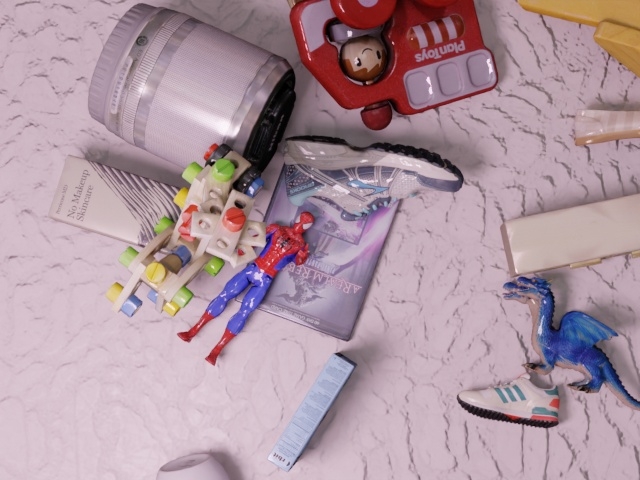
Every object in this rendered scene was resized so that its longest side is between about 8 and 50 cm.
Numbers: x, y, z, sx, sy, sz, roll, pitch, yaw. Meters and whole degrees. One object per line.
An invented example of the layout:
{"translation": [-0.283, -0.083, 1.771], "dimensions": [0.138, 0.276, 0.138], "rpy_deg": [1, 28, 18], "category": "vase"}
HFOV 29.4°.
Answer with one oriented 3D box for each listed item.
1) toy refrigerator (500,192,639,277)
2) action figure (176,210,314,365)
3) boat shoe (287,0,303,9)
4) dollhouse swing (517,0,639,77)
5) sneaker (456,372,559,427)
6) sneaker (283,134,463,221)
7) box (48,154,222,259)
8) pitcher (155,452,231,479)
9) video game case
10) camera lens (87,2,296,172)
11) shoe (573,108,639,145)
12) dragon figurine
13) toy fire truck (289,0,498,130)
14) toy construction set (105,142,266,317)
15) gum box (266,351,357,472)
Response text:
{"translation": [0.421, -0.008, 1.880], "dimensions": [0.269, 0.102, 0.094], "rpy_deg": [-12, 85, 2], "category": "toy refrigerator"}
{"translation": [-0.105, 0.062, 1.872], "dimensions": [0.091, 0.139, 0.280], "rpy_deg": [39, 87, 5], "category": "action figure"}
{"translation": [-0.035, -0.465, 1.965], "dimensions": [0.104, 0.089, 0.285], "rpy_deg": [-11, 87, -23], "category": "boat shoe"}
{"translation": [0.539, -0.423, 1.928], "dimensions": [0.315, 0.305, 0.347], "rpy_deg": [28, 86, -36], "category": "dollhouse swing"}
{"translation": [0.294, 0.241, 1.897], "dimensions": [0.161, 0.057, 0.075], "rpy_deg": [10, 69, 6], "category": "sneaker"}
{"translation": [0.080, -0.091, 1.899], "dimensions": [0.283, 0.110, 0.122], "rpy_deg": [8, 103, 7], "category": "sneaker"}
{"translation": [-0.279, -0.044, 1.932], "dimensions": [0.275, 0.094, 0.113], "rpy_deg": [16, 88, 4], "category": "box"}
{"translation": [-0.208, 0.444, 1.884], "dimensions": [0.177, 0.125, 0.207], "rpy_deg": [-11, 96, 18], "category": "pitcher"}
{"translation": [0.000, 0.000, 1.946], "dimensions": [0.196, 0.026, 0.274], "rpy_deg": [20, 86, 5], "category": "video game case"}
{"translation": [-0.190, -0.221, 1.878], "dimensions": [0.274, 0.219, 0.219], "rpy_deg": [25, 87, 5], "category": "camera lens"}
{"translation": [0.504, -0.187, 1.901], "dimensions": [0.219, 0.076, 0.058], "rpy_deg": [-6, 90, 5], "category": "shoe"}
{"translation": [0.403, 0.156, 1.875], "dimensions": [0.289, 0.085, 0.144], "rpy_deg": [24, 88, 7], "category": "dragon figurine"}
{"translation": [0.116, -0.310, 1.880], "dimensions": [0.302, 0.169, 0.254], "rpy_deg": [-20, 100, -17], "category": "toy fire truck"}
{"translation": [-0.179, -0.012, 1.741], "dimensions": [0.151, 0.327, 0.215], "rpy_deg": [47, 55, -7], "category": "toy construction set"}
{"translation": [-0.010, 0.258, 1.858], "dimensions": [0.041, 0.157, 0.184], "rpy_deg": [33, 88, 5], "category": "gum box"}
